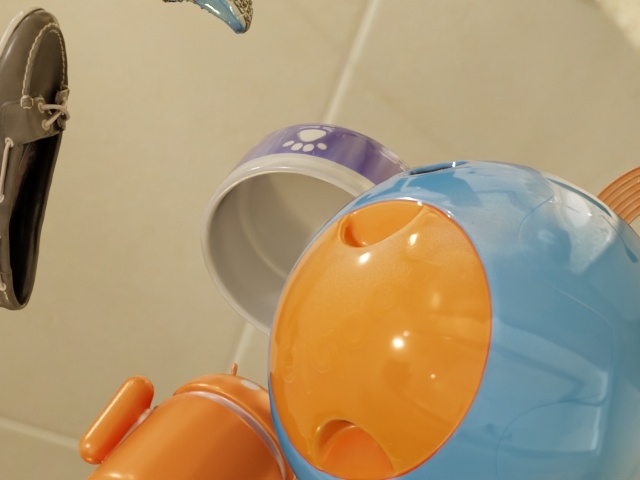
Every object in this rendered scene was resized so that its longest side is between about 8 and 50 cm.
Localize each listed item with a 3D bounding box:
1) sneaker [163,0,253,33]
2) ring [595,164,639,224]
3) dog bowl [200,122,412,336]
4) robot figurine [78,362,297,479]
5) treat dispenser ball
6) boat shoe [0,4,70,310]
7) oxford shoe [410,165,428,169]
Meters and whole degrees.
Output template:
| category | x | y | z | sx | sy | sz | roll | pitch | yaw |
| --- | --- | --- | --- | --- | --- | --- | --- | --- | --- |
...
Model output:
| category | x | y | z | sx | sy | sz | roll | pitch | yaw |
| --- | --- | --- | --- | --- | --- | --- | --- | --- | --- |
| sneaker | -0.144 | -0.291 | 1.454 | 0.073 | 0.162 | 0.063 | -41 | 15 | 28 |
| ring | 0.489 | 0.053 | 1.691 | 0.032 | 0.337 | 0.336 | 33 | -106 | -73 |
| dog bowl | 0.000 | 0.000 | 1.492 | 0.104 | 0.265 | 0.265 | -59 | -4 | -49 |
| robot figurine | -0.100 | 0.188 | 0.995 | 0.219 | 0.158 | 0.128 | -44 | -42 | -43 |
| treat dispenser ball | 0.106 | 0.088 | 0.887 | 0.288 | 0.288 | 0.288 | -161 | 90 | -83 |
| boat shoe | -0.313 | -0.080 | 1.372 | 0.112 | 0.096 | 0.335 | -34 | -33 | -66 |
| oxford shoe | 0.100 | -0.038 | 2.002 | 0.227 | 0.082 | 0.096 | -36 | 26 | -25 |
